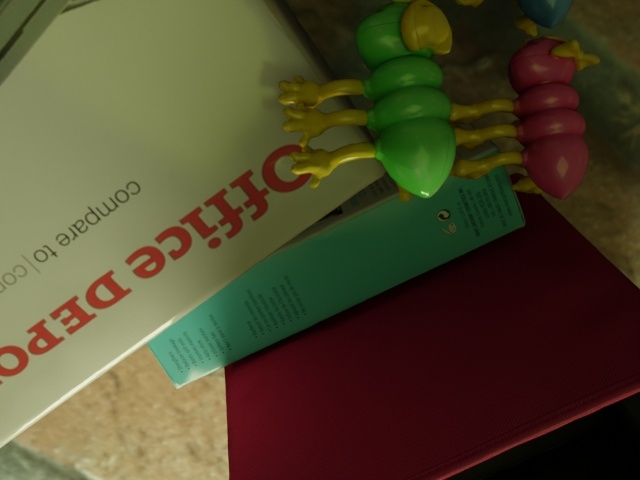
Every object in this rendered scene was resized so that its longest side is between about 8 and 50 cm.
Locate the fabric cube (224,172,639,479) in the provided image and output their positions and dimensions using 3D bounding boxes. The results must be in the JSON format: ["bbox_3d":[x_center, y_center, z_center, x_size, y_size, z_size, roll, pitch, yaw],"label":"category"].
[{"bbox_3d":[0.100,0.153,0.558,0.254,0.258,0.259,-26,115,2],"label":"fabric cube"}]

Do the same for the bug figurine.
[{"bbox_3d":[0.069,-0.123,0.429,0.279,0.072,0.216,0,79,-46],"label":"bug figurine"}]

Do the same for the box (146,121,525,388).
[{"bbox_3d":[0.000,0.000,0.559,0.244,0.100,0.060,-25,116,3],"label":"box"}]

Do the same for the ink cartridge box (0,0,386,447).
[{"bbox_3d":[-0.193,-0.124,0.437,0.285,0.166,0.395,-35,115,8],"label":"ink cartridge box"}]
